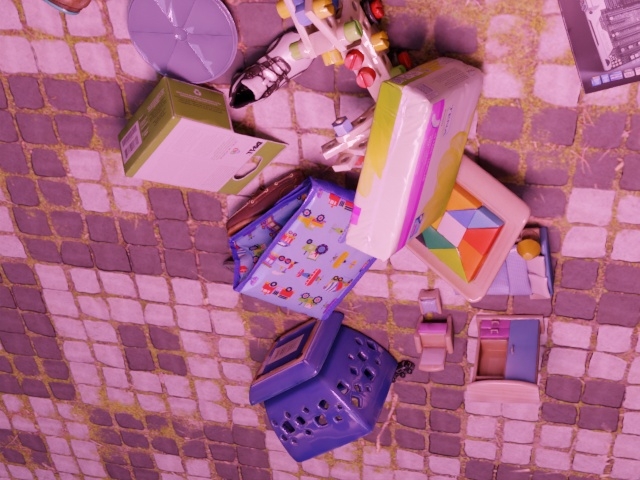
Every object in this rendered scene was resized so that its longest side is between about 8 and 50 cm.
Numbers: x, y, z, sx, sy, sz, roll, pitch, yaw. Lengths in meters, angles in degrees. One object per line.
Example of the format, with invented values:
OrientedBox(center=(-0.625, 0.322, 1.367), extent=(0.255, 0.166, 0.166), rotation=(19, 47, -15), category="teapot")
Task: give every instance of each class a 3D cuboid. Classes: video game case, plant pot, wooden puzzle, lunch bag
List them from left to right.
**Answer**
OrientedBox(center=(-0.135, 0.080, 1.908), extent=(0.119, 0.015, 0.166), rotation=(35, 169, -14), category="video game case")
OrientedBox(center=(-0.004, 0.303, 1.991), extent=(0.236, 0.236, 0.212), rotation=(-31, 109, 35), category="plant pot")
OrientedBox(center=(0.000, 0.000, 1.753), extent=(0.221, 0.138, 0.293), rotation=(22, 131, -33), category="lunch bag")
OrientedBox(center=(0.247, -0.029, 1.679), extent=(0.221, 0.044, 0.238), rotation=(43, 135, 22), category="wooden puzzle")

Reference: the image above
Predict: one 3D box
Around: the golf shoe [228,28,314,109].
OrientedBox(center=(-0.083, -0.286, 1.591), extent=(0.198, 0.094, 0.077), rotation=(-33, 113, 34), category="golf shoe")

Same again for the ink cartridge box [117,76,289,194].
OrientedBox(center=(-0.220, -0.185, 1.730), extent=(0.255, 0.097, 0.189), rotation=(9, 143, -39), category="ink cartridge box")

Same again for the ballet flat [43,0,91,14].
OrientedBox(center=(-0.532, -0.504, 1.539), extent=(0.343, 0.116, 0.124), rotation=(26, 112, -7), category="ballet flat")

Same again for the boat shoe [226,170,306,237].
OrientedBox(center=(-0.103, -0.069, 1.805), extent=(0.207, 0.073, 0.073), rotation=(-24, 160, 28), category="boat shoe")

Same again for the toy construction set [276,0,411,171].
OrientedBox(center=(0.049, -0.279, 1.474), extent=(0.151, 0.215, 0.327), rotation=(-3, 129, 20), category="toy construction set")

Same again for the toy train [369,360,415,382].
OrientedBox(center=(0.147, 0.309, 2.080), extent=(0.036, 0.027, 0.158), rotation=(43, 128, -16), category="toy train")

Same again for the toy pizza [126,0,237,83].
OrientedBox(center=(-0.239, -0.366, 1.610), extent=(0.201, 0.032, 0.201), rotation=(8, 130, 9), category="toy pizza")

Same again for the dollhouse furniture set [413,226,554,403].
OrientedBox(center=(0.297, 0.135, 1.769), extent=(0.287, 0.198, 0.303), rotation=(-2, 129, 18), category="dollhouse furniture set")

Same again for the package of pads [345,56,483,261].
OrientedBox(center=(0.158, -0.140, 1.522), extent=(0.101, 0.229, 0.296), rotation=(26, 123, 21), category="package of pads")

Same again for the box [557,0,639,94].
OrientedBox(center=(0.512, -0.367, 1.350), extent=(0.308, 0.076, 0.242), rotation=(-10, 126, 24), category="box")
